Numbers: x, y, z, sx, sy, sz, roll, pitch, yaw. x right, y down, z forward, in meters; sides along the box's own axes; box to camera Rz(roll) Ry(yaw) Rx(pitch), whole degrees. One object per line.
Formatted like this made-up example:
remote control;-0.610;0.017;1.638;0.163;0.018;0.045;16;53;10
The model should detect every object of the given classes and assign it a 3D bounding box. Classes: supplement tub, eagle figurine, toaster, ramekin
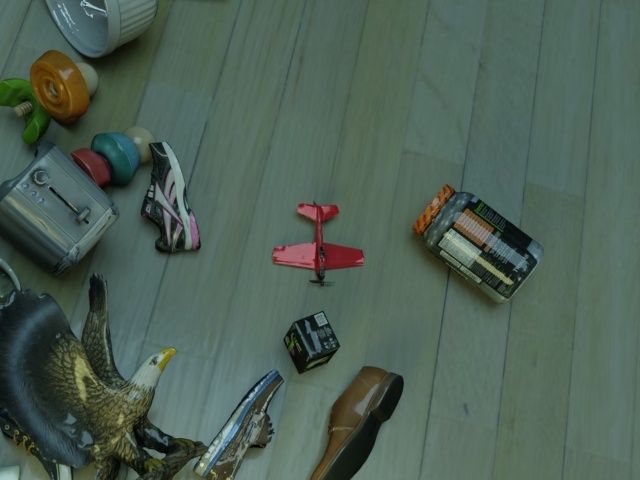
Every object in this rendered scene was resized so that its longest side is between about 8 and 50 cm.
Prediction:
supplement tub;0.247;0.002;1.565;0.190;0.117;0.117;38;64;6
eagle figurine;-0.284;0.199;1.293;0.298;0.226;0.225;43;62;8
toaster;-0.383;-0.036;1.400;0.146;0.227;0.129;44;64;-11
ramekin;-0.348;-0.404;1.568;0.109;0.207;0.207;-29;75;-32

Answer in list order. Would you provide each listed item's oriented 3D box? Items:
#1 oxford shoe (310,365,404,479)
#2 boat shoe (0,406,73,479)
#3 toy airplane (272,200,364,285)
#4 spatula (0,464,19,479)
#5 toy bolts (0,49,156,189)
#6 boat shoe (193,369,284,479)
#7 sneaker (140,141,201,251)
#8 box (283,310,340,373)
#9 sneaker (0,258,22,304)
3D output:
oxford shoe;0.039;0.276;1.434;0.076;0.076;0.212;20;62;30
boat shoe;-0.387;0.266;1.336;0.083;0.065;0.183;-12;63;-16
toy airplane;0.000;0.000;1.559;0.151;0.028;0.151;6;65;-12
spatula;-0.509;0.388;1.275;0.242;0.019;0.168;-5;68;-15
toy bolts;-0.340;-0.191;1.488;0.158;0.218;0.228;-38;98;-40
boat shoe;-0.101;0.268;1.401;0.066;0.066;0.183;37;74;0
sneaker;-0.239;-0.065;1.499;0.077;0.072;0.178;-15;83;-10
box;-0.014;0.151;1.457;0.052;0.083;0.062;-19;71;-21
sneaker;-0.436;0.108;1.354;0.064;0.086;0.192;-11;53;-14
